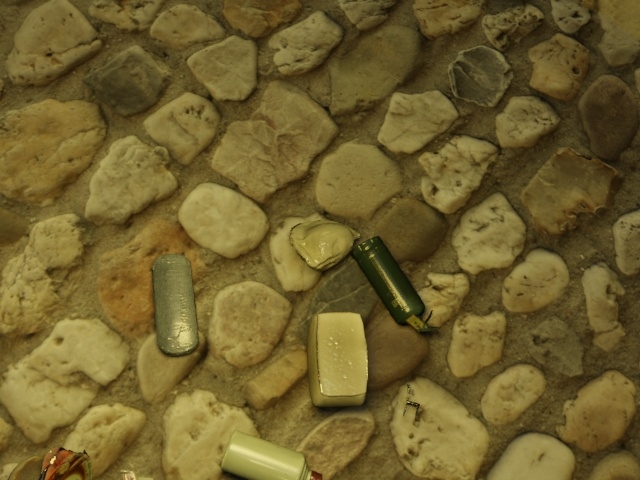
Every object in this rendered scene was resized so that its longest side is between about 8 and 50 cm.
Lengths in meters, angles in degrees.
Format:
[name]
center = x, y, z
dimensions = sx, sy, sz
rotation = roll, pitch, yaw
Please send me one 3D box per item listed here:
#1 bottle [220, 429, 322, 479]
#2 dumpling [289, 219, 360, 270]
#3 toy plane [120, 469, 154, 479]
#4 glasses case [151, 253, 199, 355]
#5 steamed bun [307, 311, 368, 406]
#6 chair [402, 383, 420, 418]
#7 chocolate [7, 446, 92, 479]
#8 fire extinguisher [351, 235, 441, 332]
[bottle]
center = -0.113, 0.550, 1.713
dimensions = 0.245, 0.104, 0.104
rotation = 19, 66, 2
[dumpling]
center = 0.000, 0.000, 1.957
dimensions = 0.172, 0.142, 0.247
rotation = 36, 33, 18
[toy plane]
center = -0.460, 0.661, 1.616
dimensions = 0.252, 0.118, 0.252
rotation = 3, 68, -8
[glasses case]
center = -0.387, 0.167, 1.866
dimensions = 0.109, 0.067, 0.282
rotation = -8, 70, -8
[steamed bun]
center = 0.041, 0.309, 1.805
dimensions = 0.146, 0.164, 0.241
rotation = 1, 65, -9
[chair]
center = 0.243, 0.425, 1.850
dimensions = 0.042, 0.037, 0.086
rotation = 8, 70, 9
[chocolate]
center = -0.642, 0.562, 1.607
dimensions = 0.147, 0.221, 0.221
rotation = 14, 65, 15
[fire extinguisher]
center = 0.210, 0.133, 1.935
dimensions = 0.095, 0.114, 0.311
rotation = -3, 58, -59
